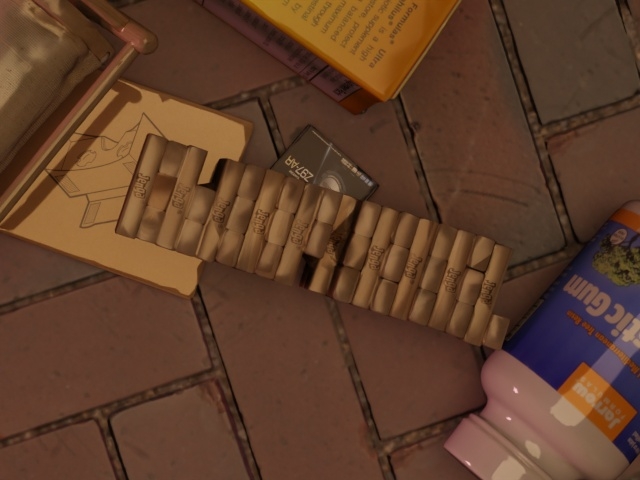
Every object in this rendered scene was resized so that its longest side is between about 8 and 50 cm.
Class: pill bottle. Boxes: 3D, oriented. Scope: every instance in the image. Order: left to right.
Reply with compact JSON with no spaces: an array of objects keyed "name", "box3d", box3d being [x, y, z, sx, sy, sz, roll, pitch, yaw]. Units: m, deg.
[{"name":"pill bottle","box3d":[0.235,0.111,1.533,0.152,0.152,0.272,42,85,-5]}]

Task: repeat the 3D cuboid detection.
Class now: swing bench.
[{"name":"swing bench","box3d":[-0.301,-0.135,1.439,0.165,0.255,0.253,41,87,-29]}]

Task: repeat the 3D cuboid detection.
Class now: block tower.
[{"name":"block tower","box3d":[0.000,0.000,1.516,0.335,0.091,0.097,19,90,-8]}]

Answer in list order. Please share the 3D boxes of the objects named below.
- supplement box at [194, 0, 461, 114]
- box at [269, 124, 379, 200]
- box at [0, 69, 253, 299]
[{"name":"supplement box","box3d":[-0.046,-0.285,1.476,0.356,0.194,0.195,35,87,-6]},{"name":"box","box3d":[-0.001,-0.051,1.571,0.083,0.018,0.067,42,86,-6]},{"name":"box","box3d":[-0.179,-0.059,1.551,0.201,0.021,0.164,20,88,-6]}]
